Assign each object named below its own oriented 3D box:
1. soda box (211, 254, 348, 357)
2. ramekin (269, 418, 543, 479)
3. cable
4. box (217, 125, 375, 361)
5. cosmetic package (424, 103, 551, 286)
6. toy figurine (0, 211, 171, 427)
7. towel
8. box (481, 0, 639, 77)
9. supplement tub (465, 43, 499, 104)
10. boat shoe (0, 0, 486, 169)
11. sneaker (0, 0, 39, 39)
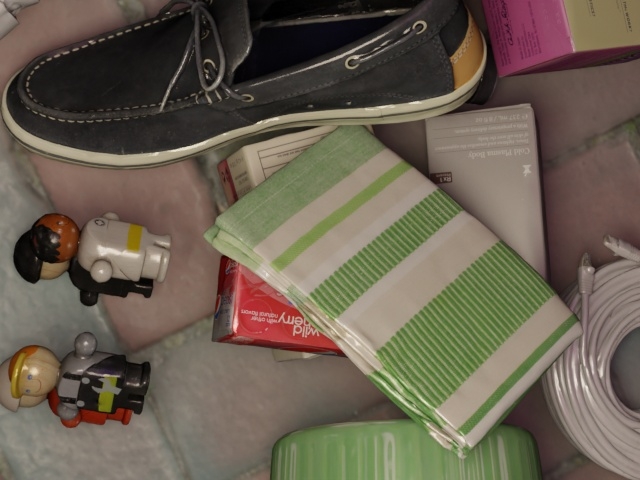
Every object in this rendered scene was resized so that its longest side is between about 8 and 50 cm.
[{"bbox_3d":[0.030,0.070,1.487,0.263,0.083,0.092,8,81,-17],"label":"soda box"},{"bbox_3d":[0.087,0.270,1.510,0.303,0.303,0.148,3,75,-17],"label":"ramekin"},{"bbox_3d":[0.371,0.147,1.719,0.257,0.089,0.257,21,79,-15],"label":"cable"},{"bbox_3d":[0.000,0.000,1.597,0.148,0.127,0.232,-16,89,-19],"label":"box"},{"bbox_3d":[0.188,-0.020,1.653,0.127,0.107,0.238,-7,81,11],"label":"cosmetic package"},{"bbox_3d":[-0.240,0.076,1.470,0.148,0.209,0.213,11,80,-10],"label":"toy figurine"},{"bbox_3d":[0.079,0.037,1.436,0.325,0.038,0.248,40,48,13],"label":"towel"},{"bbox_3d":[0.296,-0.309,1.689,0.243,0.117,0.214,-12,89,-40],"label":"box"},{"bbox_3d":[0.096,-0.200,1.663,0.197,0.106,0.106,8,81,-17],"label":"supplement tub"},{"bbox_3d":[-0.086,-0.191,1.500,0.500,0.156,0.187,-7,51,8],"label":"boat shoe"},{"bbox_3d":[-0.365,-0.192,1.481,0.365,0.137,0.210,-14,92,-1],"label":"sneaker"}]
